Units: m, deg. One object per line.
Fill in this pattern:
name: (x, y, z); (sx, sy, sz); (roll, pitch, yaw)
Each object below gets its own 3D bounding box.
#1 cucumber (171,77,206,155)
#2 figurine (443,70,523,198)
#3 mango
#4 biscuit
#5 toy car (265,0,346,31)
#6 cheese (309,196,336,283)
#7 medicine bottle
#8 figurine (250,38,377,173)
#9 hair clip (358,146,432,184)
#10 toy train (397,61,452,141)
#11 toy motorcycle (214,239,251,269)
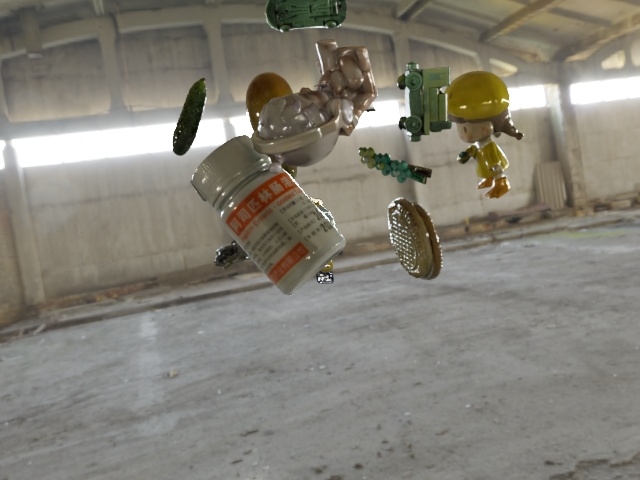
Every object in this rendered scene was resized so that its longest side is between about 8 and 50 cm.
cucumber: (-0.364, -0.345, 1.591); (0.069, 0.227, 0.069); (20, 11, -4)
figurine: (0.449, -0.300, 1.594); (0.187, 0.343, 0.215); (-24, 21, -11)
mango: (-0.121, -0.318, 1.625); (0.146, 0.316, 0.193); (-14, 13, 8)
biscuit: (0.270, -0.003, 1.653); (0.079, 0.259, 0.259); (-17, 4, -11)
toy car: (-0.033, -0.526, 1.293); (0.186, 0.093, 0.058); (-2, 19, 7)
cheese: (0.000, 0.000, 1.759); (0.069, 0.270, 0.177); (-11, -9, 35)
medicine bottle: (-0.086, -0.044, 0.944); (0.144, 0.252, 0.144); (-41, -8, -6)
figurine: (-0.016, -0.202, 0.885); (0.162, 0.141, 0.237); (15, 52, 48)
hair clip: (0.130, -0.145, 1.070); (0.173, 0.049, 0.049); (26, 25, 37)
toy train: (0.162, -0.217, 0.887); (0.081, 0.122, 0.050); (-7, 15, -3)
toy motorcycle: (-0.241, 0.029, 1.849); (0.225, 0.073, 0.152); (-24, -9, -20)
